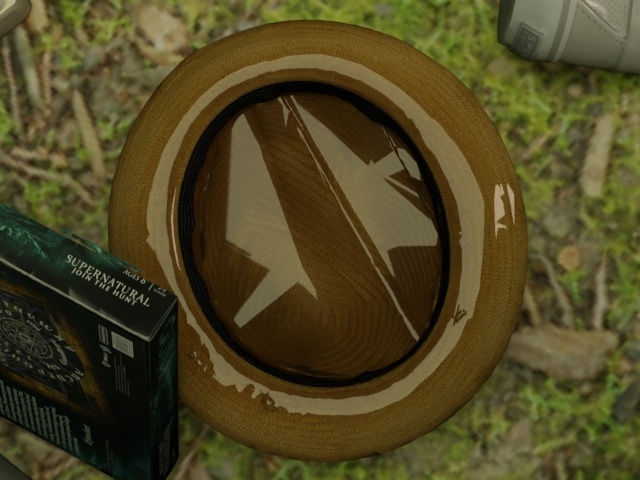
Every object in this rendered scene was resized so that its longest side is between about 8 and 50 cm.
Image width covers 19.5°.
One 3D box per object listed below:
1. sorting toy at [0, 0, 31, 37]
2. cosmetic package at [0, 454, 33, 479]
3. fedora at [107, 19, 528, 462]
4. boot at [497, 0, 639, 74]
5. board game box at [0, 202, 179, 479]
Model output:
[{"bbox_3d":[-0.317,-0.143,0.877,0.257,0.089,0.255,-36,80,1],"label":"sorting toy"},{"bbox_3d":[-0.167,0.125,0.680,0.284,0.377,0.097,38,87,10],"label":"cosmetic package"},{"bbox_3d":[0.000,0.000,0.831,0.194,0.079,0.194,0,87,4],"label":"fedora"},{"bbox_3d":[0.161,-0.199,0.846,0.123,0.095,0.258,10,88,-3],"label":"boot"},{"bbox_3d":[-0.119,0.041,0.785,0.126,0.186,0.026,28,65,8],"label":"board game box"}]
